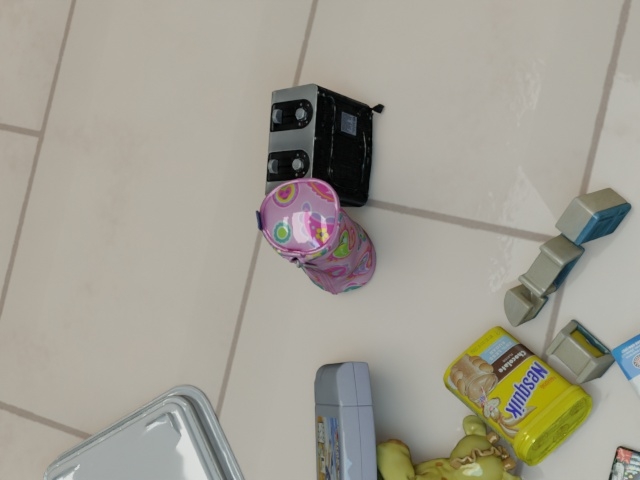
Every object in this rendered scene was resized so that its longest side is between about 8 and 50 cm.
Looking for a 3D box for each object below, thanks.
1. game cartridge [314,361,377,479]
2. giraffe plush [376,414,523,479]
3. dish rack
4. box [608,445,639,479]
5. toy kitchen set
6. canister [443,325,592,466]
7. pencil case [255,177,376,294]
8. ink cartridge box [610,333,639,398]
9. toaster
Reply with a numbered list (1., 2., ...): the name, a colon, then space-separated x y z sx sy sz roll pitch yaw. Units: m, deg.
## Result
1. game cartridge: 0.035 0.325 1.500 0.062 0.198 0.297 -1 82 -7
2. giraffe plush: 0.183 0.334 1.451 0.170 0.210 0.181 -27 79 -9
3. dish rack: -0.294 0.421 1.685 0.333 0.072 0.285 -31 72 12
4. box: 0.429 0.356 1.395 0.094 0.027 0.137 15 90 27
5. toy kitchen set: 0.380 0.062 1.427 0.166 0.122 0.207 44 122 23
6. canister: 0.268 0.210 1.432 0.126 0.073 0.170 -39 51 -12
7. pencil case: 0.000 0.000 1.500 0.124 0.284 0.124 -3 77 13
8. ink cartridge box: 0.502 0.210 1.351 0.134 0.078 0.231 -34 71 18
9. toaster: 0.002 -0.140 1.582 0.110 0.186 0.168 1 85 36
